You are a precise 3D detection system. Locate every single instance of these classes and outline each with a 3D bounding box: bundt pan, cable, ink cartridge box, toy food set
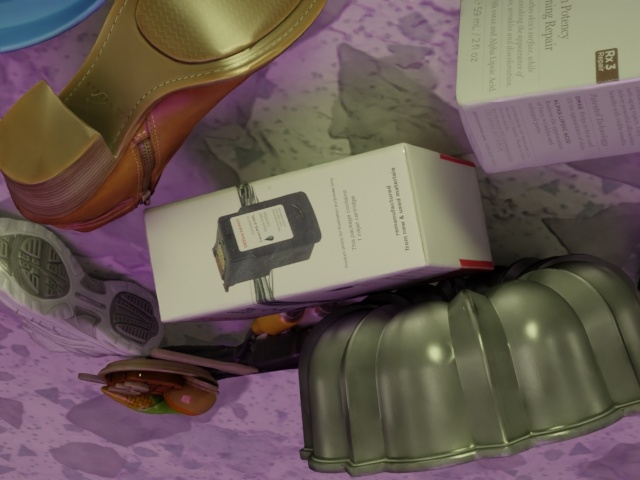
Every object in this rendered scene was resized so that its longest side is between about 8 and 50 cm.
[{"bbox_3d":[0.130,0.093,1.096,0.331,0.124,0.331,-13,-177,1],"label":"bundt pan"},{"bbox_3d":[-0.059,0.104,1.329,0.139,0.072,0.287,17,158,-40],"label":"cable"},{"bbox_3d":[0.000,0.000,1.059,0.237,0.100,0.172,-13,172,24],"label":"ink cartridge box"},{"bbox_3d":[-0.162,0.152,1.308,0.132,0.038,0.192,15,159,-30],"label":"toy food set"}]

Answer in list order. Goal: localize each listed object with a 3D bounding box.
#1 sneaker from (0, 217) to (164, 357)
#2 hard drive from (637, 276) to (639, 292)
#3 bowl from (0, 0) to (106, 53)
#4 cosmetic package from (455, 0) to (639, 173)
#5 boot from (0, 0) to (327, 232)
[{"bbox_3d":[-0.272,0.063,1.261,0.115,0.090,0.232,-23,133,39],"label":"sneaker"},{"bbox_3d":[0.339,0.015,1.143,0.094,0.022,0.135,3,143,7],"label":"hard drive"},{"bbox_3d":[-0.291,-0.281,0.815,0.391,0.077,0.391,5,143,4],"label":"bowl"},{"bbox_3d":[0.217,-0.128,0.897,0.231,0.117,0.085,-9,141,20],"label":"cosmetic package"},{"bbox_3d":[-0.112,-0.106,0.976,0.109,0.283,0.220,46,173,7],"label":"boot"}]
